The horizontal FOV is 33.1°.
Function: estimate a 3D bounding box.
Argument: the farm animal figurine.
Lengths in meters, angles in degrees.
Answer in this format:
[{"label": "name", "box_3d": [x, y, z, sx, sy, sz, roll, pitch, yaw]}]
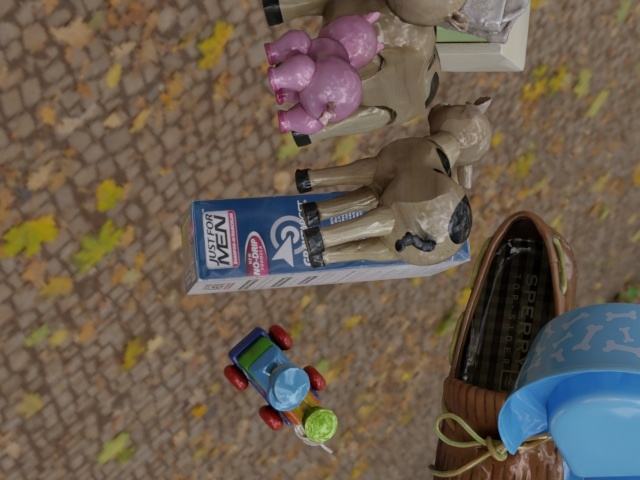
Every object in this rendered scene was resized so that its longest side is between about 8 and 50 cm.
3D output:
[{"label": "farm animal figurine", "box_3d": [0.050, -0.145, 0.820, 0.172, 0.330, 0.327, -11, 179, 1]}]

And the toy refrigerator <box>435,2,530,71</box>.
[{"label": "toy refrigerator", "box_3d": [0.175, -0.328, 1.184, 0.094, 0.102, 0.269, 9, 86, -63]}]

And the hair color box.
[{"label": "hair color box", "box_3d": [0.000, 0.000, 1.402, 0.347, 0.105, 0.174, -4, 172, -13]}]

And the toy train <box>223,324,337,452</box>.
[{"label": "toy train", "box_3d": [-0.018, 0.240, 1.501, 0.105, 0.143, 0.248, -42, 116, -10]}]

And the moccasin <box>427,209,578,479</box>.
[{"label": "moccasin", "box_3d": [0.176, 0.158, 1.006, 0.147, 0.139, 0.380, 47, 56, -61]}]

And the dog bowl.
[{"label": "dog bowl", "box_3d": [0.243, 0.156, 0.799, 0.297, 0.166, 0.074, 56, 38, -37]}]

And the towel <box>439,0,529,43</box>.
[{"label": "towel", "box_3d": [0.080, -0.299, 1.005, 0.187, 0.282, 0.049, -67, 160, -12]}]
